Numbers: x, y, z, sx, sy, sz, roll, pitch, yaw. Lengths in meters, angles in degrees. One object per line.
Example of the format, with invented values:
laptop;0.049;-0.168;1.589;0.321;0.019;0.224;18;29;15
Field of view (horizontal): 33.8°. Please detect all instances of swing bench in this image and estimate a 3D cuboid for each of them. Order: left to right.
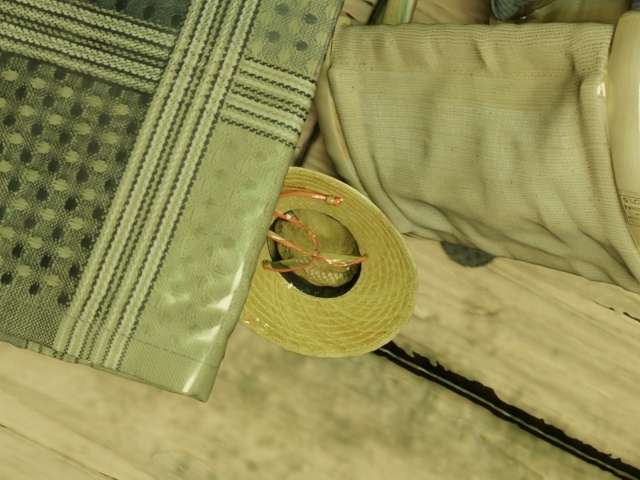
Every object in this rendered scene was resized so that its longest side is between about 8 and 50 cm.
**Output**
swing bench;0.140;-0.118;0.590;0.165;0.253;0.254;39;76;-34

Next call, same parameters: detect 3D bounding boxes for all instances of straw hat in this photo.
straw hat;0.000;0.000;0.665;0.144;0.144;0.061;32;38;-8

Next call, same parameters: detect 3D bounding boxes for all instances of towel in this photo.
towel;-0.157;-0.097;0.614;0.312;0.056;0.324;18;77;6
